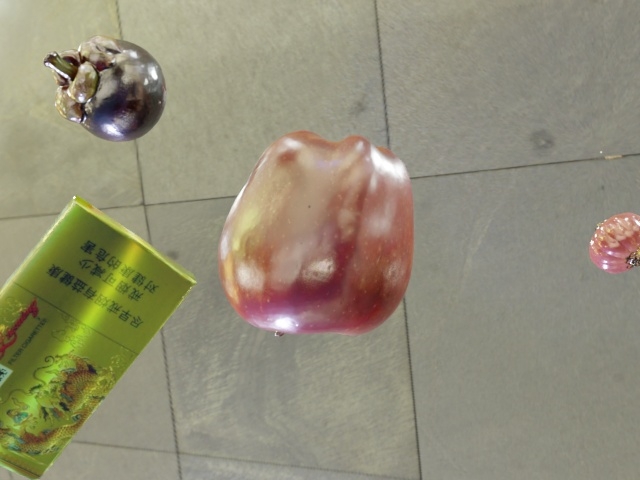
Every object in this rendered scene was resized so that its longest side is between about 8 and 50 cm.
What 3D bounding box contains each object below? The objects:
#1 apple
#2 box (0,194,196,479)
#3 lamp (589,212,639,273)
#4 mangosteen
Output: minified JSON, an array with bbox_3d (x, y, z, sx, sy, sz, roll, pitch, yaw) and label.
[{"bbox_3d":[0.000,0.000,0.931,0.288,0.288,0.316,13,88,22],"label":"apple"},{"bbox_3d":[-0.309,0.119,0.723,0.173,0.043,0.311,38,91,-25],"label":"box"},{"bbox_3d":[0.502,0.005,1.033,0.107,0.108,0.092,-55,43,21],"label":"lamp"},{"bbox_3d":[-0.432,-0.307,1.224,0.211,0.250,0.211,-8,76,35],"label":"mangosteen"}]
